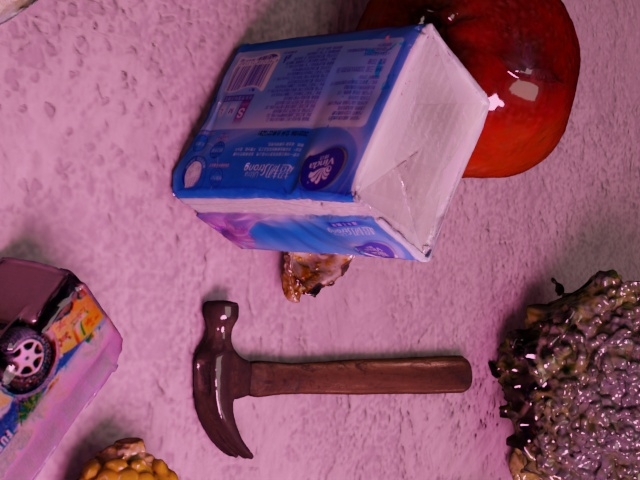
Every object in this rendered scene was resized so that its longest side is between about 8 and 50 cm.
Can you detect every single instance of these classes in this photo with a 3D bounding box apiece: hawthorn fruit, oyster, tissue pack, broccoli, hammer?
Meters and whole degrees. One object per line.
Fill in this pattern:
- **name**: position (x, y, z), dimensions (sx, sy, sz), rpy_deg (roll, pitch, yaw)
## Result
- **hawthorn fruit**: position (0.178, -0.193, 1.430), dimensions (0.307, 0.265, 0.265), rpy_deg (7, 88, -56)
- **oyster**: position (-0.008, 0.003, 1.386), dimensions (0.103, 0.051, 0.148), rpy_deg (49, 50, -23)
- **tissue pack**: position (0.008, -0.094, 1.245), dimensions (0.146, 0.263, 0.198), rpy_deg (42, 63, -39)
- **broccoli**: position (0.398, 0.184, 1.675), dimensions (0.347, 0.281, 0.293), rpy_deg (-6, 88, -5)
- **hammer**: position (0.030, 0.155, 1.441), dimensions (0.440, 0.044, 0.168), rpy_deg (4, 89, -46)

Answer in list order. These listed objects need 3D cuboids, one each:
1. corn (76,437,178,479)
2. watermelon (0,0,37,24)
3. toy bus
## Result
- **corn**: position (-0.189, 0.367, 1.179), dimensions (0.120, 0.120, 0.363), rpy_deg (-1, 95, -46)
- **watermelon**: position (-0.305, -0.249, 1.060), dimensions (0.187, 0.071, 0.139), rpy_deg (-44, 116, -25)
- **toy bus**: position (-0.299, 0.171, 1.065), dimensions (0.317, 0.112, 0.138), rpy_deg (-58, 140, -25)
